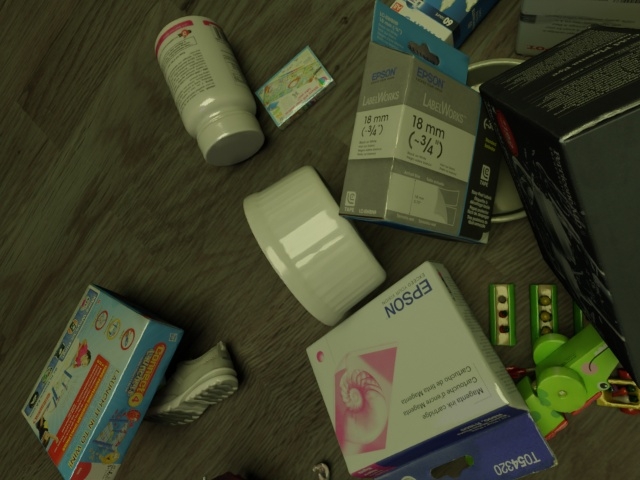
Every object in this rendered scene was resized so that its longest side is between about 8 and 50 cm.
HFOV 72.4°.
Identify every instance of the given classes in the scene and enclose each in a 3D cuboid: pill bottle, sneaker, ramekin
[{"bbox_3d":[-0.235,-0.316,0.943,0.160,0.160,0.283,-28,77,16],"label":"pill bottle"},{"bbox_3d":[-0.293,0.324,0.972,0.281,0.105,0.115,-30,47,18],"label":"sneaker"},{"bbox_3d":[0.000,0.000,0.783,0.135,0.277,0.277,-34,76,7],"label":"ramekin"}]

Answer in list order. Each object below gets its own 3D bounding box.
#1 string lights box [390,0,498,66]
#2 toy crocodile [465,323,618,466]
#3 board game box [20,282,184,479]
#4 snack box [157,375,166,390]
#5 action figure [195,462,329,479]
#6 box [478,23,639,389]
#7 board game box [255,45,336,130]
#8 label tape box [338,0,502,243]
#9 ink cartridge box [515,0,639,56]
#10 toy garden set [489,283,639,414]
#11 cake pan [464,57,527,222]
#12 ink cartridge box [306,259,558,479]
[{"bbox_3d":[0.256,-0.469,0.813,0.133,0.076,0.260,43,97,19],"label":"string lights box"},{"bbox_3d":[0.343,0.256,0.686,0.105,0.115,0.341,36,114,5],"label":"toy crocodile"},{"bbox_3d":[-0.458,0.274,0.905,0.301,0.086,0.309,13,74,42],"label":"board game box"},{"bbox_3d":[-0.452,0.305,0.993,0.207,0.070,0.175,-41,46,11],"label":"snack box"},{"bbox_3d":[-0.072,0.564,0.779,0.369,0.248,0.276,15,92,23],"label":"action figure"},{"bbox_3d":[0.375,-0.061,0.553,0.178,0.313,0.343,-25,112,16],"label":"box"},{"bbox_3d":[-0.055,-0.329,0.950,0.154,0.026,0.104,-36,75,14],"label":"board game box"},{"bbox_3d":[0.175,-0.177,0.679,0.105,0.240,0.334,9,90,54],"label":"label tape box"},{"bbox_3d":[0.416,-0.388,0.654,0.196,0.273,0.114,16,88,20],"label":"ink cartridge box"},{"bbox_3d":[0.415,0.177,0.732,0.244,0.049,0.204,-1,86,20],"label":"toy garden set"},{"bbox_3d":[0.310,-0.175,0.792,0.292,0.054,0.294,-1,86,20],"label":"cake pan"},{"bbox_3d":[0.145,0.256,0.726,0.324,0.071,0.330,-43,56,30],"label":"ink cartridge box"}]
